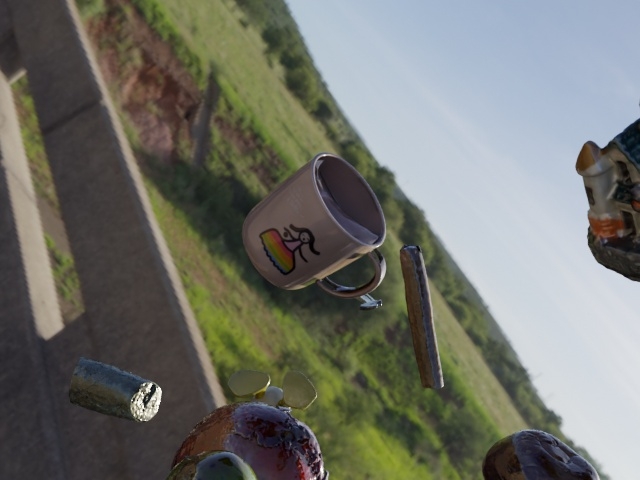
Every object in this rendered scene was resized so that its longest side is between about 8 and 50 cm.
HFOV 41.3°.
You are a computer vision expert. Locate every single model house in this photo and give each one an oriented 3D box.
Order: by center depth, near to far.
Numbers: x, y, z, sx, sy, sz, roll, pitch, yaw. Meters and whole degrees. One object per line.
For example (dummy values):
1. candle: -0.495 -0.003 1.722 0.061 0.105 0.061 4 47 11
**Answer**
1. model house: 0.526 -0.106 1.338 0.271 0.190 0.301 30 -32 62

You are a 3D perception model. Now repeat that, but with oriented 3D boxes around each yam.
1. yam: 0.178 0.135 1.505 0.046 0.046 0.264 -102 -179 -81
2. yam: -0.415 0.298 1.682 0.183 0.107 0.107 13 -5 13

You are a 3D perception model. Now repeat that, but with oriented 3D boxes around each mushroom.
1. mushroom: 0.415 0.438 1.573 0.231 0.138 0.194 24 6 25

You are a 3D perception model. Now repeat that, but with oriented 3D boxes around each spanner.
1. spanner: 0.088 0.118 1.657 0.208 0.046 0.012 -151 -130 -84

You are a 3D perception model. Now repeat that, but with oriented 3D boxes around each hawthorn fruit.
1. hawthorn fruit: -0.143 0.452 1.586 0.316 0.316 0.316 53 4 -5

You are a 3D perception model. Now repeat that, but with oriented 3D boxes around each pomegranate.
1. pomegranate: -0.159 0.422 1.323 0.205 0.159 0.159 49 3 13

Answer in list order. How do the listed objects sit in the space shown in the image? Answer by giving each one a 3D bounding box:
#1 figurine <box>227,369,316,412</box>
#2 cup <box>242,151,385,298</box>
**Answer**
1. figurine: -0.142 0.494 2.015 0.204 0.284 0.338 18 -39 15
2. cup: 0.000 0.000 1.527 0.253 0.200 0.191 52 30 -6
